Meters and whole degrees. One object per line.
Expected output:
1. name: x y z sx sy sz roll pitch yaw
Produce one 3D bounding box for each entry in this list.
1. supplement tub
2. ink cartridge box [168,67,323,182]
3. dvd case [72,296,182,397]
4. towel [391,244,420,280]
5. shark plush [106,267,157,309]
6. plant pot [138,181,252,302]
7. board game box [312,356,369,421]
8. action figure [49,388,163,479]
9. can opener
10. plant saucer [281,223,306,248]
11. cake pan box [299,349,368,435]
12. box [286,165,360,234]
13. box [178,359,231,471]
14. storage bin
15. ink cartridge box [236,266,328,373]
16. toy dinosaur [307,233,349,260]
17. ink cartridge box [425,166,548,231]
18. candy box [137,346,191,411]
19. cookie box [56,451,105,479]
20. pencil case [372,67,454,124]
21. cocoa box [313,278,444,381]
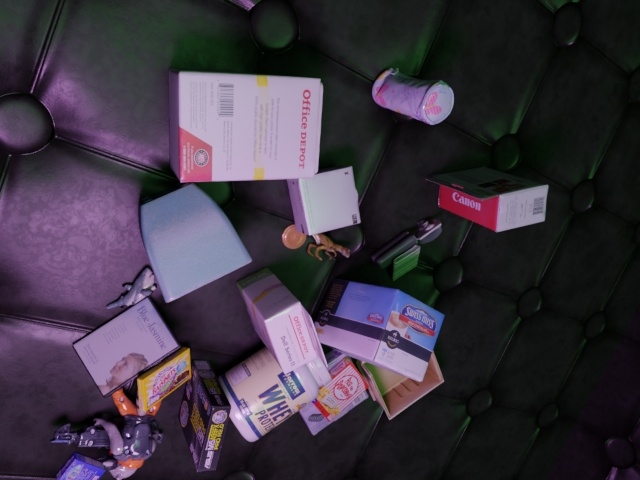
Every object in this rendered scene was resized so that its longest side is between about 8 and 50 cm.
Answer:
1. supplement tub: -0.152 0.463 1.736 0.325 0.235 0.235 -32 119 -12
2. ink cartridge box: -0.206 -0.314 1.468 0.385 0.160 0.279 -4 110 -24
3. dvd case: -0.554 0.304 1.545 0.253 0.022 0.180 -34 81 -12
4. towel: 0.298 0.080 1.900 0.113 0.023 0.152 -30 154 -12
5. shark plush: -0.544 0.147 1.553 0.161 0.073 0.067 -32 101 11
6. plant pot: -0.369 -0.020 1.458 0.248 0.247 0.252 -27 107 -15
7. board game box: 0.060 0.526 1.898 0.193 0.045 0.146 -40 121 -9
8. action figure: -0.588 0.540 1.577 0.342 0.179 0.329 7 87 -41
9. can opener: 0.316 0.018 1.896 0.284 0.076 0.095 -35 119 -9
10. plant saucer: -0.083 -0.012 1.725 0.084 0.013 0.083 -9 113 -23
11. cake pan box: 0.028 0.541 1.952 0.267 0.070 0.245 -32 121 -12
12. box: 0.009 -0.126 1.649 0.182 0.119 0.180 -15 102 -21
13. box: -0.359 0.524 1.637 0.060 0.270 0.216 9 105 -29
14. storage bin: 0.298 0.485 2.031 0.262 0.123 0.260 -31 119 -13
15. ink cartridge box: -0.121 0.247 1.602 0.119 0.353 0.207 -25 117 -16
16. toy dinosaur: 0.000 0.000 1.757 0.211 0.064 0.112 39 77 -19
17. ink cartridge box: 0.545 -0.143 1.813 0.272 0.309 0.129 -12 113 -21
18. candy box: -0.457 0.405 1.582 0.206 0.027 0.105 -32 126 -60
19. cookie box: -0.738 0.716 1.655 0.107 0.040 0.091 40 88 -31
20. pencil case: 0.272 -0.432 1.599 0.114 0.273 0.124 14 107 -36
21. cocoa box: 0.176 0.279 1.742 0.232 0.347 0.227 30 76 -31
